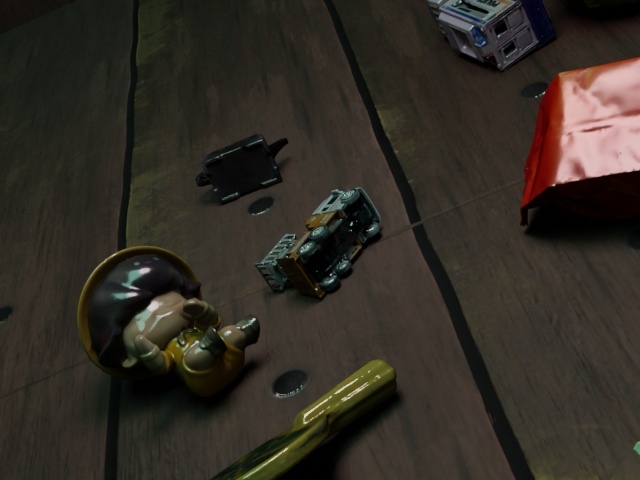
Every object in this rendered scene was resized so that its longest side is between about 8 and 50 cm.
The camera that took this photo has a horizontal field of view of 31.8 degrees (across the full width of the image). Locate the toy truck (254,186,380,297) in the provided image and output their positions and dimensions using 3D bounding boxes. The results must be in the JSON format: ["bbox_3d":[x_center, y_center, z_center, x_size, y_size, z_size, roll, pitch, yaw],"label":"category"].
[{"bbox_3d":[0.001,0.001,1.672,0.115,0.080,0.178,-4,37,49],"label":"toy truck"}]

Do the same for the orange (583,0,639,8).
[{"bbox_3d":[0.471,-0.531,1.961,0.300,0.223,0.301,1,28,-45],"label":"orange"}]

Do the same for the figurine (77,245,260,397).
[{"bbox_3d":[-0.220,0.125,1.562,0.192,0.167,0.256,-30,50,-34],"label":"figurine"}]

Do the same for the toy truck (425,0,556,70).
[{"bbox_3d":[0.293,-0.416,2.055,0.155,0.124,0.268,-37,33,-8],"label":"toy truck"}]

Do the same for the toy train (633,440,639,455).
[{"bbox_3d":[0.384,0.208,1.058,0.149,0.099,0.081,37,100,49],"label":"toy train"}]

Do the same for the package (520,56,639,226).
[{"bbox_3d":[0.451,-0.138,1.454,0.423,0.123,0.196,-7,57,30],"label":"package"}]

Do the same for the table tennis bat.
[{"bbox_3d":[-0.034,0.237,1.310,0.320,0.050,0.198,-32,-1,-27],"label":"table tennis bat"}]

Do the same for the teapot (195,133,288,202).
[{"bbox_3d":[-0.139,-0.139,1.985,0.177,0.087,0.096,-21,26,7],"label":"teapot"}]
